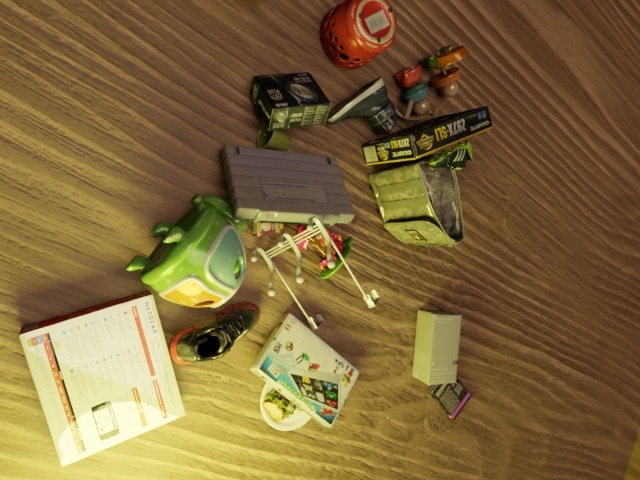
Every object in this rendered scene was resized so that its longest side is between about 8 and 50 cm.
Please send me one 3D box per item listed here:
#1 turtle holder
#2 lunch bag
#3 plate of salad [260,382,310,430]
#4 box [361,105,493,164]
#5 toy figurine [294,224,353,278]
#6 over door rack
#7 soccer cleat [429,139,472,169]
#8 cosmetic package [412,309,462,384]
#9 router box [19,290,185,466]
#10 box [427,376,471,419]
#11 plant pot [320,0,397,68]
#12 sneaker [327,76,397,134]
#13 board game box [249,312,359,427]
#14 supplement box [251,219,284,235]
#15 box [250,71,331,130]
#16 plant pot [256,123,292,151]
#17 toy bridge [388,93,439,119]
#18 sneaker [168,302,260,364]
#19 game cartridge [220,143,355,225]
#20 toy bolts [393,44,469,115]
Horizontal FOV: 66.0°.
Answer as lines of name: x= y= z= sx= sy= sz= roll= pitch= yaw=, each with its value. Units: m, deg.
turtle holder: x=-0.308 y=0.030 z=1.258 sx=0.243 sy=0.320 sz=0.227 roll=-40 pitch=112 yaw=14
lunch bag: x=0.310 y=-0.109 z=1.550 sx=0.168 sy=0.235 sz=0.287 roll=-26 pitch=103 yaw=-30
plate of salad: x=-0.083 y=0.473 z=1.475 sx=0.199 sy=0.048 sz=0.200 roll=-1 pitch=92 yaw=-27
box: x=0.329 y=-0.326 z=1.541 sx=0.321 sy=0.257 sz=0.080 roll=-24 pitch=103 yaw=-25
toy figurine: x=0.000 y=0.000 z=1.475 sx=0.159 sy=0.130 sz=0.173 roll=43 pitch=51 yaw=-13
over door rack: x=-0.018 y=0.114 z=1.383 sx=0.324 sy=0.239 sz=0.108 roll=52 pitch=33 yaw=-19
soccer cleat: x=0.385 y=-0.234 z=1.427 sx=0.178 sy=0.060 sz=0.073 roll=-28 pitch=104 yaw=-33
cosmetic package: x=0.399 y=0.360 z=1.691 sx=0.127 sy=0.107 sz=0.238 roll=3 pitch=94 yaw=-25
router box: x=-0.527 y=0.330 z=1.218 sx=0.300 sy=0.082 sz=0.336 roll=-16 pitch=99 yaw=-26
box: x=0.466 y=0.550 z=1.775 sx=0.116 sy=0.029 sz=0.162 roll=-45 pitch=112 yaw=-20
plant pot: x=0.118 y=-0.630 z=1.467 sx=0.191 sy=0.174 sz=0.191 roll=0 pitch=90 yaw=-27
sneaker: x=0.140 y=-0.381 z=1.536 sx=0.226 sy=0.086 sz=0.164 roll=-36 pitch=113 yaw=-14
board game box: x=-0.039 y=0.384 z=1.456 sx=0.305 sy=0.053 sz=0.193 roll=43 pitch=60 yaw=-17
supplement box: x=-0.153 y=-0.042 z=1.420 sx=0.083 sy=0.043 sz=0.055 roll=-8 pitch=94 yaw=-28
box: x=-0.086 y=-0.392 z=1.380 sx=0.180 sy=0.078 sz=0.147 roll=-13 pitch=57 yaw=-26
plant pot: x=-0.126 y=-0.290 z=1.411 sx=0.079 sy=0.083 sz=0.084 roll=20 pitch=83 yaw=-39
toy bridge: x=0.287 y=-0.427 z=1.603 sx=0.188 sy=0.063 sz=0.026 roll=14 pitch=45 yaw=2
sneaker: x=-0.258 y=0.247 z=1.313 sx=0.276 sy=0.135 sz=0.098 roll=-24 pitch=100 yaw=-39
game cartridge: x=-0.088 y=-0.149 z=1.374 sx=0.354 sy=0.068 sz=0.230 roll=2 pitch=61 yaw=-29
toy bolts: x=0.379 y=-0.512 z=1.605 sx=0.228 sy=0.218 sz=0.159 roll=-29 pitch=112 yaw=-5
